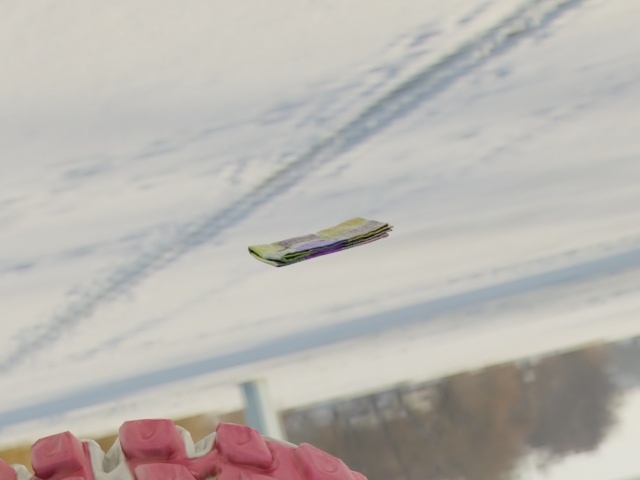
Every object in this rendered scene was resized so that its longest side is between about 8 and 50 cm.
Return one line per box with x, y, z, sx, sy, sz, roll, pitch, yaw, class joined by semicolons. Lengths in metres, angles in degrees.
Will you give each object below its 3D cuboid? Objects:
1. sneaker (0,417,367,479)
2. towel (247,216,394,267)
-0.081;0.152;0.348;0.112;0.121;0.299;34;114;-30;sneaker
0.000;0.000;1.064;0.083;0.009;0.060;-15;-167;-19;towel
